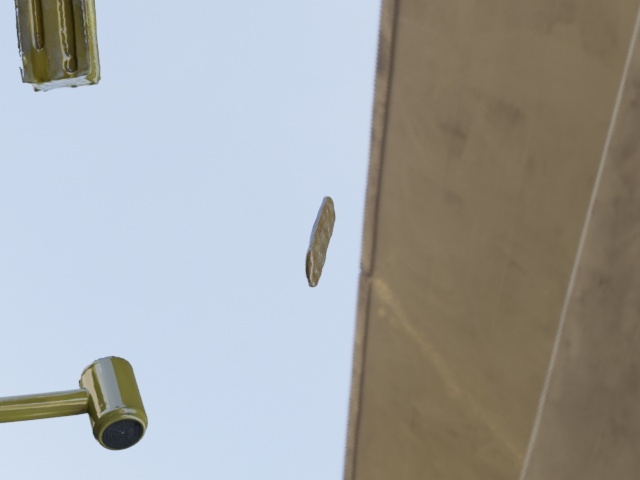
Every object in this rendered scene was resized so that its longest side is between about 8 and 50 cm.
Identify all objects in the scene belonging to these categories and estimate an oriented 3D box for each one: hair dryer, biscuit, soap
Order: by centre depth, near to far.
[{"bbox_3d":[0.000,0.000,1.300,0.018,0.147,0.071,4,-44,12],"label":"biscuit"},{"bbox_3d":[-0.415,0.265,1.490,0.135,0.278,0.090,-121,-144,-47],"label":"hair dryer"},{"bbox_3d":[-0.478,-0.395,1.744,0.135,0.076,0.233,-7,-93,2],"label":"soap"}]
